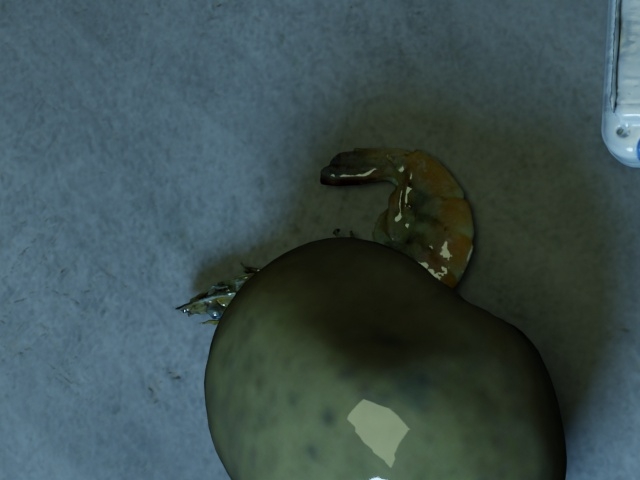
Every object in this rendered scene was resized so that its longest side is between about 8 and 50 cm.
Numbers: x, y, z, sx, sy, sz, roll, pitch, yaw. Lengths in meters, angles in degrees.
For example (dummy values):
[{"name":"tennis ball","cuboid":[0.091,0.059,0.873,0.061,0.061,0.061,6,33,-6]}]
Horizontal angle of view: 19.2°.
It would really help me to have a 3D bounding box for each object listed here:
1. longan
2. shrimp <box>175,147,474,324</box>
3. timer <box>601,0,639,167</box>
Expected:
[{"name":"longan","cuboid":[0.054,0.155,1.622,0.350,0.288,0.288,42,96,28]},{"name":"shrimp","cuboid":[0.000,0.000,1.790,0.296,0.058,0.169,-9,69,15]},{"name":"timer","cuboid":[0.342,-0.192,1.680,0.178,0.078,0.253,0,79,20]}]
